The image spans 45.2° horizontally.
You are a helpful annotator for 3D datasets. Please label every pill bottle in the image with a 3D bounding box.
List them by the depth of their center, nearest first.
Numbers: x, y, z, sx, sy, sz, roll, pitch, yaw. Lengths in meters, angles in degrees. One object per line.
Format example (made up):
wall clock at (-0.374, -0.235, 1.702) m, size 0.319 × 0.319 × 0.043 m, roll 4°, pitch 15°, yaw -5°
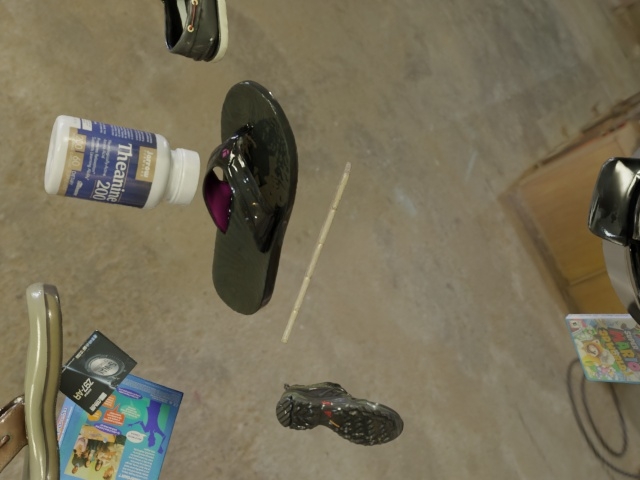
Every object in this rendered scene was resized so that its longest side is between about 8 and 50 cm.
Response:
pill bottle at (-0.168, -0.063, 0.654) m, size 0.120 × 0.067 × 0.067 m, roll 9°, pitch 57°, yaw -25°

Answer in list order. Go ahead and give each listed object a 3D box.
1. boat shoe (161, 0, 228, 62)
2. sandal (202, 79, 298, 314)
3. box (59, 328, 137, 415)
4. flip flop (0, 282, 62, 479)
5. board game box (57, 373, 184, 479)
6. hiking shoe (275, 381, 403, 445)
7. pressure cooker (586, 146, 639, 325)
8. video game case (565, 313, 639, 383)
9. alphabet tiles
boat shoe at (-0.102, -0.200, 0.584) m, size 0.042 × 0.049 × 0.133 m, roll 2°, pitch 72°, yaw -38°
sandal at (-0.135, -0.052, 1.341) m, size 0.107 × 0.168 × 0.445 m, roll -28°, pitch 133°, yaw -47°
box at (-0.276, 0.160, 0.937) m, size 0.067 × 0.018 × 0.083 m, roll 43°, pitch 75°, yaw -11°
flip flop at (-0.278, 0.175, 0.689) m, size 0.080 × 0.112 × 0.277 m, roll 6°, pitch 81°, yaw -25°
board game box at (-0.302, 0.296, 1.099) m, size 0.160 × 0.047 × 0.210 m, roll 29°, pitch 62°, yaw -30°
hiking shoe at (0.038, 0.293, 1.373) m, size 0.227 × 0.086 × 0.114 m, roll 12°, pitch 23°, yaw 1°
pressure cooker at (0.527, 0.002, 0.858) m, size 0.375 × 0.370 × 0.420 m, roll 61°, pitch 14°, yaw 5°
video game case at (0.468, 0.166, 1.173) m, size 0.015 × 0.166 × 0.119 m, roll -34°, pitch 107°, yaw -38°
alphabet tiles at (0.000, 0.000, 0.933) m, size 0.009 × 0.198 × 0.237 m, roll 20°, pitch 11°, yaw -1°
